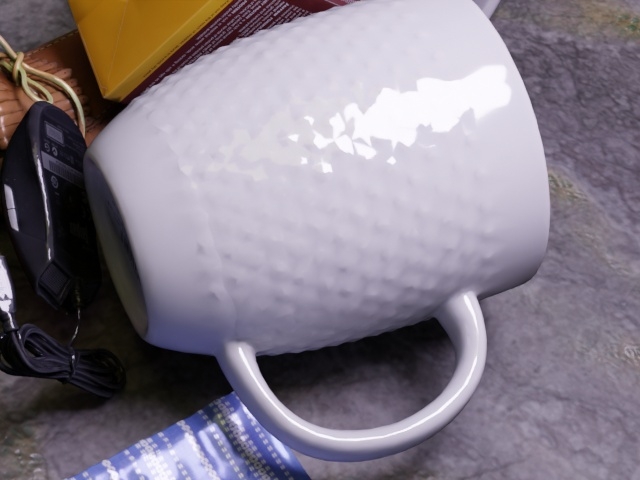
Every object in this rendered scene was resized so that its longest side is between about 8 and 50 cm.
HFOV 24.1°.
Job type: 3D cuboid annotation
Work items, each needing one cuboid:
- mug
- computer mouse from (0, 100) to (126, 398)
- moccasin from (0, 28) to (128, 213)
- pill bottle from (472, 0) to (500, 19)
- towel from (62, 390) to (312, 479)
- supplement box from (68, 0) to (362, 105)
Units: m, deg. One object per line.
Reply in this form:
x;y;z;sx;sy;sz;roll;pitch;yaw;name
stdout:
0.000;0.000;1.246;0.328;0.276;0.374;-18;75;-16;mug
-0.244;0.003;1.232;0.060;0.184;0.262;-17;75;19;computer mouse
-0.306;-0.108;1.342;0.380;0.147;0.139;-30;59;-33;moccasin
0.015;-0.344;1.542;0.363;0.210;0.210;30;54;16;pill bottle
-0.133;0.268;1.146;0.336;0.040;0.243;-25;60;-25;towel
-0.090;-0.215;1.378;0.194;0.191;0.129;12;48;-51;supplement box
